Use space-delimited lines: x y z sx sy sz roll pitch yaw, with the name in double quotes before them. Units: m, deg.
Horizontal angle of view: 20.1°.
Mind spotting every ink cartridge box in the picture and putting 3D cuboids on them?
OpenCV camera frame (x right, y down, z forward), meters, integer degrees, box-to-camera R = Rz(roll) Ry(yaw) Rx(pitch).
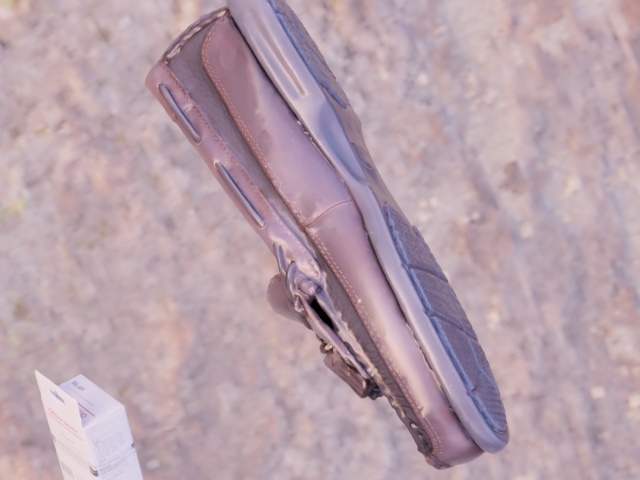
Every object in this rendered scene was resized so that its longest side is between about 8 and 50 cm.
"ink cartridge box" -0.124 0.107 0.979 0.028 0.048 0.083 -28 124 -28

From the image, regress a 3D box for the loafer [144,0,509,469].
"loafer" 0.000 0.000 0.982 0.302 0.095 0.109 63 12 22
